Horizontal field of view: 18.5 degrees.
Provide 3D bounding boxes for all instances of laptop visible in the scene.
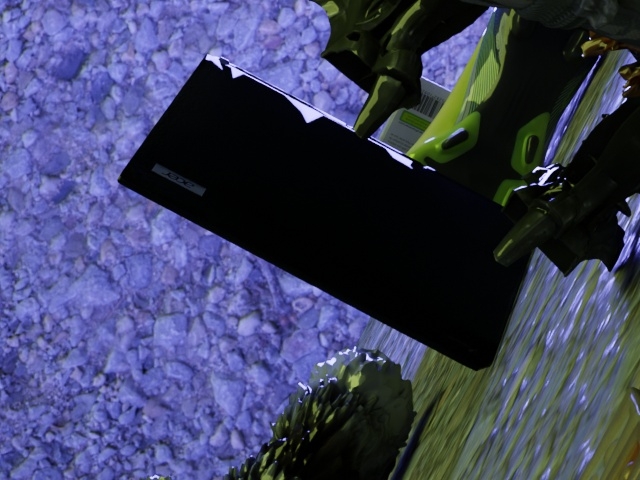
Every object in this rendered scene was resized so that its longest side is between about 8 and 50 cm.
[{"bbox_3d":[0.000,0.000,1.225,0.136,0.234,0.264,-62,0,-18],"label":"laptop"}]

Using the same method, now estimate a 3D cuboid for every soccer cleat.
[{"bbox_3d":[0.127,-0.083,1.432,0.289,0.093,0.121,-59,-3,0],"label":"soccer cleat"}]

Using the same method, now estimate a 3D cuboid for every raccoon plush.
[{"bbox_3d":[-0.067,0.184,1.121,0.446,0.216,0.299,-62,8,-26],"label":"raccoon plush"}]

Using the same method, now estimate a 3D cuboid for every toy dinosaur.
[{"bbox_3d":[0.115,-0.113,0.759,0.218,0.164,0.322,-45,-16,21],"label":"toy dinosaur"}]

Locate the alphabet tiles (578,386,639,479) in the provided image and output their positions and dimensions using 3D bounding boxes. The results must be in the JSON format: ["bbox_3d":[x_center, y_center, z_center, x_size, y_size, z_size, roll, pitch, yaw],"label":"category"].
[{"bbox_3d":[0.046,0.151,0.525,0.198,0.009,0.237,-62,-1,10],"label":"alphabet tiles"}]

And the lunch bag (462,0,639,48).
[{"bbox_3d":[0.076,-0.208,0.498,0.212,0.256,0.305,-87,20,-48],"label":"lunch bag"}]

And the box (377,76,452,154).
[{"bbox_3d":[0.084,-0.030,1.565,0.103,0.114,0.203,-64,0,-21],"label":"box"}]
